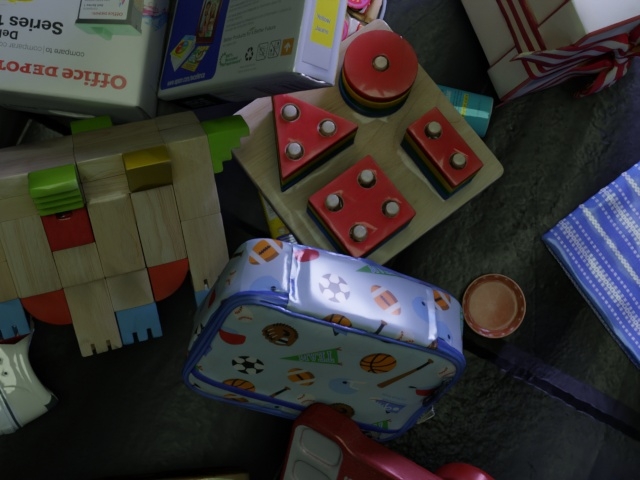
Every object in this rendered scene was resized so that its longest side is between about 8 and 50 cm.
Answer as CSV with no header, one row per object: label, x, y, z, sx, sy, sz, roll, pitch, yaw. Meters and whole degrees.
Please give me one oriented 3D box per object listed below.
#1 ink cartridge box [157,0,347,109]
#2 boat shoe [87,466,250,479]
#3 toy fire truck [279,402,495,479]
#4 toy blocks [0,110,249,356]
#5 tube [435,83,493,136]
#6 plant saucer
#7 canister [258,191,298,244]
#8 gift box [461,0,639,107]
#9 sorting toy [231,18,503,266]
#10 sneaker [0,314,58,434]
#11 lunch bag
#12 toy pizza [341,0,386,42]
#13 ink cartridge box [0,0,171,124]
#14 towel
ink cartridge box,-0.071,-0.317,0.989,0.072,0.303,0.307,15,84,-36
boat shoe,-0.225,0.333,1.029,0.285,0.104,0.089,-5,84,-4
toy fire truck,0.057,0.349,0.990,0.253,0.169,0.302,28,129,19
toy blocks,-0.260,0.011,1.000,0.381,0.191,0.261,-13,119,-13
tube,0.117,-0.181,1.107,0.207,0.052,0.080,12,70,3
plant saucer,0.225,0.085,1.110,0.083,0.013,0.084,0,86,-2
canister,0.000,0.000,1.075,0.126,0.073,0.170,-16,86,-5
gift box,0.297,-0.309,1.022,0.276,0.255,0.258,-23,86,-10
sorting toy,0.051,-0.115,1.014,0.257,0.089,0.255,-36,82,-10
sneaker,-0.404,0.107,1.053,0.091,0.094,0.258,-23,92,-22
lunch bag,0.006,0.129,0.977,0.303,0.243,0.115,20,45,-16
toy pizza,-0.013,-0.323,1.110,0.201,0.032,0.201,0,84,-1
ink cartridge box,-0.295,-0.298,1.057,0.201,0.117,0.278,7,87,-2
towel,0.492,-0.007,1.115,0.336,0.040,0.243,-36,88,-4
